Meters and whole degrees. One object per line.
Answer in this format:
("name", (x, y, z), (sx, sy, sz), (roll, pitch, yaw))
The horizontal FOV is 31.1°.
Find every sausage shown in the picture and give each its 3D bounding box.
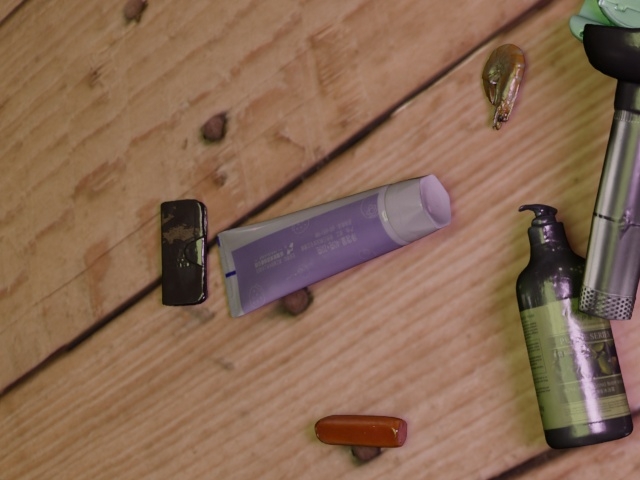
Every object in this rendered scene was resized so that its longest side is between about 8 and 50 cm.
("sausage", (0.051, 0.250, 1.512), (0.131, 0.039, 0.041), (-3, 93, 32))

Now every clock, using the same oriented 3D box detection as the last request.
("clock", (0.384, -0.296, 1.330), (0.148, 0.060, 0.188), (25, 100, 30))

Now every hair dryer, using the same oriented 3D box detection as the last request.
("hair dryer", (0.422, -0.076, 1.254), (0.284, 0.156, 0.320), (-3, 102, -7))

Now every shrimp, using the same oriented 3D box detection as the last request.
("shrimp", (0.224, -0.194, 1.444), (0.059, 0.023, 0.108), (21, 99, 40))

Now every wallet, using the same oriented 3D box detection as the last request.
("wallet", (-0.201, 0.018, 1.688), (0.082, 0.018, 0.156), (-3, 85, 31))

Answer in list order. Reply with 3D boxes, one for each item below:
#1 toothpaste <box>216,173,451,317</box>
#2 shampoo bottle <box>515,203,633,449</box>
("toothpaste", (0.000, 0.000, 1.540), (0.371, 0.080, 0.125), (-20, 78, 34))
("shampoo bottle", (0.285, 0.096, 1.343), (0.101, 0.101, 0.284), (-16, 79, 29))
